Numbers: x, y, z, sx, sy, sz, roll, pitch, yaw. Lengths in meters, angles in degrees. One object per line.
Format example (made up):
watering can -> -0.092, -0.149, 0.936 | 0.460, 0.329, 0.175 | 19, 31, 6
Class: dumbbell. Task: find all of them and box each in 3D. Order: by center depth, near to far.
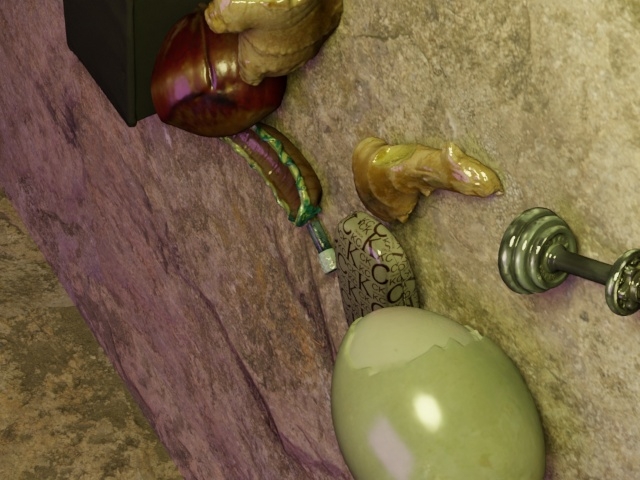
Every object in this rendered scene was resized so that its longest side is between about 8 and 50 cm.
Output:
dumbbell -> 0.314, 0.033, 1.324 | 0.254, 0.110, 0.110 | 20, 130, 48

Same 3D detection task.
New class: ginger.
ginger -> 0.136, -0.081, 1.581 | 0.294, 0.086, 0.131 | 7, 115, 56
ginger -> -0.069, -0.327, 1.616 | 0.130, 0.221, 0.276 | 46, 142, 17

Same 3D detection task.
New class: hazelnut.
hazelnut -> -0.163, -0.278, 1.847 | 0.229, 0.229, 0.229 | 44, 147, 38

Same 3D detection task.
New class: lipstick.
lipstick -> 0.000, 0.000, 1.964 | 0.116, 0.037, 0.037 | 65, 155, 10

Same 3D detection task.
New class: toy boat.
toy boat -> -0.097, -0.143, 1.955 | 0.293, 0.099, 0.108 | 45, 148, 22

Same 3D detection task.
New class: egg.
egg -> 0.154, 0.244, 1.602 | 0.336, 0.278, 0.278 | 59, 154, 8

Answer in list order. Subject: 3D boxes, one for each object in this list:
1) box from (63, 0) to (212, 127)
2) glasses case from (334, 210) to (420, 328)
box -> -0.305, -0.423, 1.971 | 0.251, 0.204, 0.345 | 50, 151, 28
glasses case -> 0.093, 0.098, 1.775 | 0.137, 0.085, 0.355 | 43, 157, 37
